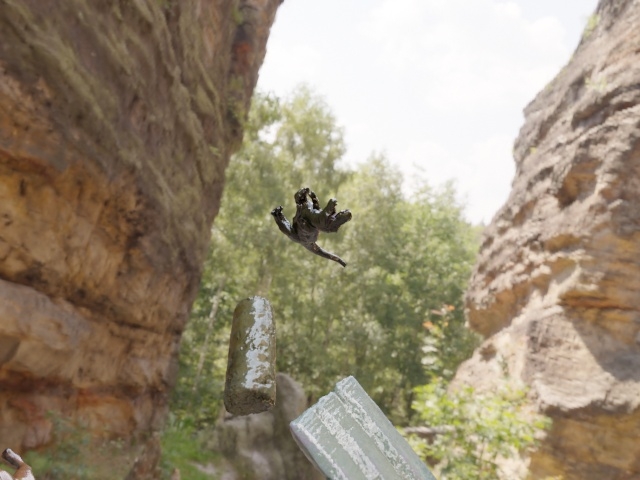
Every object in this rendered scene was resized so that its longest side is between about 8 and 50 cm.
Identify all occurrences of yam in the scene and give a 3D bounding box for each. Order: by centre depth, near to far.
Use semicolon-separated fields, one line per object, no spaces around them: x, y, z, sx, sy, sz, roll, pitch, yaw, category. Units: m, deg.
-0.104;0.173;1.017;0.078;0.179;0.078;-2;-45;-2;yam

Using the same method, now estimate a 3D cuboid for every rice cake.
0.070;0.293;0.842;0.237;0.127;0.043;47;-32;15;rice cake

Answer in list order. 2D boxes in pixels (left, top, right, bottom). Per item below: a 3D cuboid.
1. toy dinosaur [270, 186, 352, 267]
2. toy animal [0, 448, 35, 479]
0.000;0.000;1.174;0.179;0.087;0.187;57;-17;-13;toy dinosaur
-0.373;0.256;0.689;0.229;0.066;0.224;27;-13;49;toy animal
